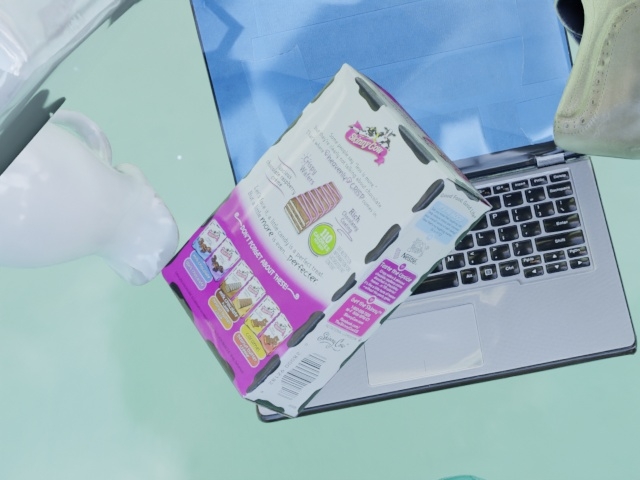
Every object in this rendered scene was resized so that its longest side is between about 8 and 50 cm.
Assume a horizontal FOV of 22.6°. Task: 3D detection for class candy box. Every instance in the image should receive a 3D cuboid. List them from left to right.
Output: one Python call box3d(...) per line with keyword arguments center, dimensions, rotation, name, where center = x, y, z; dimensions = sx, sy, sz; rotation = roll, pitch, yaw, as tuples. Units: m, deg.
box3d(center=(0.000, 0.000, 1.261), dimensions=(0.233, 0.159, 0.071), rotation=(-48, 140, 13), name="candy box")

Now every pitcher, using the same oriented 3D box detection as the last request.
box3d(center=(-0.236, -0.054, 1.348), dimensions=(0.125, 0.207, 0.178), rotation=(-44, 57, 24), name="pitcher")

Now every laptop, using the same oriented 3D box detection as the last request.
box3d(center=(0.084, -0.076, 1.618), dimensions=(0.382, 0.236, 0.408), rotation=(-12, 50, 7), name="laptop")

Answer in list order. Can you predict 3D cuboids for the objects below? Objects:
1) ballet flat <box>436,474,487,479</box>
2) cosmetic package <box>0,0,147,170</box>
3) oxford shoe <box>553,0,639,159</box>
box3d(center=(0.107, 0.346, 1.550), dimensions=(0.087, 0.083, 0.247), rotation=(12, 85, -11), name="ballet flat")
box3d(center=(-0.272, -0.143, 0.559), dimensions=(0.394, 0.327, 0.329), rotation=(41, 119, -9), name="cosmetic package")
box3d(center=(0.253, -0.227, 1.240), dimensions=(0.146, 0.397, 0.140), rotation=(-5, 137, 22), name="oxford shoe")
